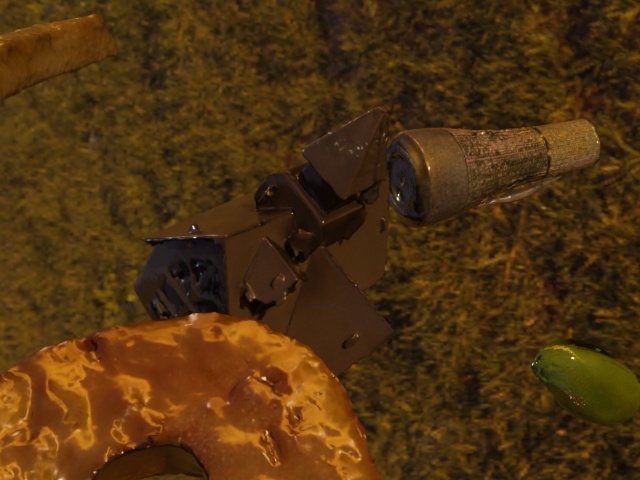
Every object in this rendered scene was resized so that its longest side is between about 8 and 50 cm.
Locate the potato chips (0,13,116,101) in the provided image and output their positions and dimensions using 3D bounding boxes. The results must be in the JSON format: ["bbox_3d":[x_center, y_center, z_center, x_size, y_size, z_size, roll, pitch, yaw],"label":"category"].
[{"bbox_3d":[-0.297,-0.134,0.870,0.080,0.407,0.057,2,115,13],"label":"potato chips"}]

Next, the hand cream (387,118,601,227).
[{"bbox_3d":[0.157,-0.070,0.883,0.084,0.203,0.084,167,90,-68],"label":"hand cream"}]

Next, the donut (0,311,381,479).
[{"bbox_3d":[-0.106,0.174,0.619,0.108,0.277,0.277,97,154,-49],"label":"donut"}]

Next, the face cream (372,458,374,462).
[{"bbox_3d":[0.006,0.185,0.872,0.040,0.083,0.021,93,-164,-55],"label":"face cream"}]

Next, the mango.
[{"bbox_3d":[0.314,0.170,1.180,0.091,0.165,0.074,-48,35,26],"label":"mango"}]

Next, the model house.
[{"bbox_3d":[0.000,0.000,0.737,0.176,0.181,0.248,51,137,14],"label":"model house"}]
